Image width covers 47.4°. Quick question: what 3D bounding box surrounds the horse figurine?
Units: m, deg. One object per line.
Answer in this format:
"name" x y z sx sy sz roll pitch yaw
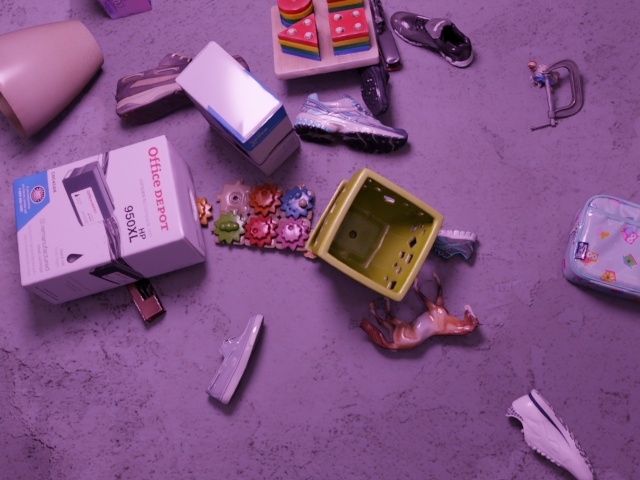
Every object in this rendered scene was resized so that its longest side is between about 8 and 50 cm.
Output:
"horse figurine" 0.223 0.185 1.713 0.263 0.066 0.174 -25 72 -3

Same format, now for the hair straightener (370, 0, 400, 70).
"hair straightener" 0.161 -0.552 1.850 0.047 0.089 0.230 -11 78 4

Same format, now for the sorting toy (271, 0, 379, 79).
"sorting toy" 0.001 -0.539 1.813 0.256 0.089 0.257 -9 56 4

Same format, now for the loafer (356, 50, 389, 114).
"loafer" 0.139 -0.403 1.808 0.078 0.076 0.223 5 55 -27

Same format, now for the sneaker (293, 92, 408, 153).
"sneaker" 0.081 -0.301 1.800 0.283 0.110 0.122 13 74 5

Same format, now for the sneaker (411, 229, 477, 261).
"sneaker" 0.291 0.013 1.744 0.167 0.065 0.076 3 83 7

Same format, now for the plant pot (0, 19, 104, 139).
"plant pot" -0.699 -0.437 1.838 0.274 0.256 0.256 -38 78 -19

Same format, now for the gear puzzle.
"gear puzzle" -0.188 -0.072 1.800 0.339 0.044 0.175 5 77 9

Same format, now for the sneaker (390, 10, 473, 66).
"sneaker" 0.283 -0.525 1.826 0.234 0.106 0.078 31 82 10

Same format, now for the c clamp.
"c clamp" 0.578 -0.361 1.785 0.137 0.022 0.160 -9 104 -6

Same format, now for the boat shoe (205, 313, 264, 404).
"boat shoe" -0.205 0.272 1.723 0.081 0.079 0.227 23 85 4

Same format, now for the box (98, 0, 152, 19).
"box" -0.542 -0.741 1.882 0.117 0.213 0.242 -13 78 3

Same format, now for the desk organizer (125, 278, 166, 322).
"desk organizer" -0.434 0.132 1.787 0.050 0.047 0.130 -31 78 -4

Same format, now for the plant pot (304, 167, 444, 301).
"plant pot" 0.106 -0.013 1.668 0.228 0.207 0.227 31 83 -16

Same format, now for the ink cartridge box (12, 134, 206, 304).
"ink cartridge box" -0.503 -0.049 1.740 0.395 0.166 0.285 -16 68 3

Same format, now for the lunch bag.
"lunch bag" 0.711 0.019 1.682 0.279 0.108 0.224 17 81 8

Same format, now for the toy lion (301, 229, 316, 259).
"toy lion" 0.000 0.000 1.787 0.096 0.034 0.100 15 80 15

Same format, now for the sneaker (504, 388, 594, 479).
"sneaker" 0.519 0.452 1.635 0.095 0.090 0.235 -38 74 10

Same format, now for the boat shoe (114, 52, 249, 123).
"boat shoe" -0.360 -0.413 1.845 0.356 0.132 0.130 -17 78 0

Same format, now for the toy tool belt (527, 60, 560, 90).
"toy tool belt" 0.548 -0.407 1.807 0.083 0.052 0.051 23 85 -8

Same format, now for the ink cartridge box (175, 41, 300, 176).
"ink cartridge box" -0.184 -0.297 1.718 0.223 0.307 0.129 42 87 11
